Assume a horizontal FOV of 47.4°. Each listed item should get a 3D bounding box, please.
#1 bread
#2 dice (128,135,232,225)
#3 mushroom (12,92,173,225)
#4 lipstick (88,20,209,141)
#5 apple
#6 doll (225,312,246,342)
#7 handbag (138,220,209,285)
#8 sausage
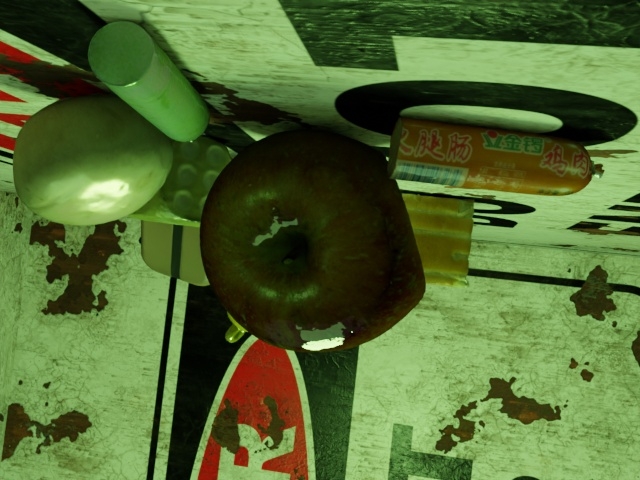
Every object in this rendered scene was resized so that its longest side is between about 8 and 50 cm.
[{"bbox_3d":[0.272,-0.004,1.891,0.246,0.239,0.111,8,-177,-4],"label":"bread"},{"bbox_3d":[-0.281,-0.117,1.414,0.166,0.169,0.169,8,177,-44],"label":"dice"},{"bbox_3d":[-0.362,-0.136,1.134,0.246,0.202,0.246,-28,157,-13],"label":"mushroom"},{"bbox_3d":[-0.197,-0.181,0.887,0.076,0.076,0.304,6,178,3],"label":"lipstick"},{"bbox_3d":[0.000,0.000,1.197,0.384,0.374,0.374,32,-178,11],"label":"apple"},{"bbox_3d":[-0.058,0.013,1.639,0.161,0.423,0.348,30,-152,19],"label":"doll"},{"bbox_3d":[-0.273,-0.028,1.681,0.283,0.149,0.302,21,135,4],"label":"handbag"},{"bbox_3d":[0.257,-0.116,1.048,0.312,0.093,0.093,6,177,-3],"label":"sausage"}]
